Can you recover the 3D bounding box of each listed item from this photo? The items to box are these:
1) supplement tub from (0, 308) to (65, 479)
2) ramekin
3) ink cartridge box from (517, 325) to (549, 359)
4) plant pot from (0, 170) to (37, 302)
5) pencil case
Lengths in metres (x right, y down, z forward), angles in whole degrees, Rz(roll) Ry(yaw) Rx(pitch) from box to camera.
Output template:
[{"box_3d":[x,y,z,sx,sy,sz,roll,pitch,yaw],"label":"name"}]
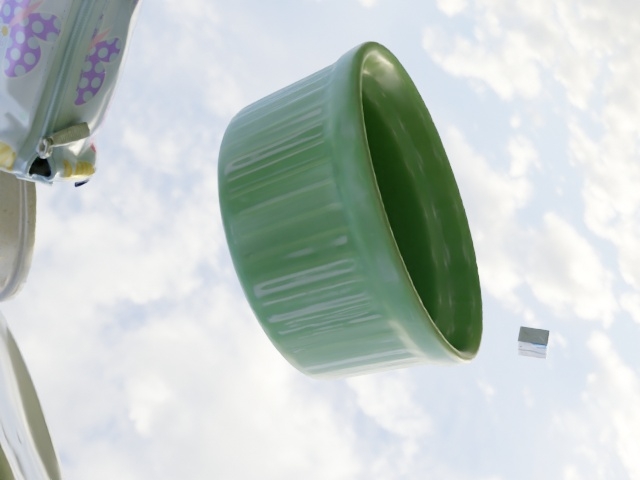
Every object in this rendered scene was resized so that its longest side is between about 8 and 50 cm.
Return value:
[{"box_3d":[-0.346,0.168,0.625,0.241,0.331,0.241,160,90,-80],"label":"supplement tub"},{"box_3d":[0.031,-0.016,0.932,0.303,0.148,0.303,52,-152,-44],"label":"ramekin"},{"box_3d":[0.348,0.170,1.638,0.083,0.048,0.028,66,-145,-61],"label":"ink cartridge box"},{"box_3d":[-0.500,-0.068,1.021,0.305,0.334,0.334,-13,-110,-36],"label":"plant pot"},{"box_3d":[-0.193,-0.179,0.773,0.113,0.273,0.124,18,-164,-13],"label":"pencil case"}]
